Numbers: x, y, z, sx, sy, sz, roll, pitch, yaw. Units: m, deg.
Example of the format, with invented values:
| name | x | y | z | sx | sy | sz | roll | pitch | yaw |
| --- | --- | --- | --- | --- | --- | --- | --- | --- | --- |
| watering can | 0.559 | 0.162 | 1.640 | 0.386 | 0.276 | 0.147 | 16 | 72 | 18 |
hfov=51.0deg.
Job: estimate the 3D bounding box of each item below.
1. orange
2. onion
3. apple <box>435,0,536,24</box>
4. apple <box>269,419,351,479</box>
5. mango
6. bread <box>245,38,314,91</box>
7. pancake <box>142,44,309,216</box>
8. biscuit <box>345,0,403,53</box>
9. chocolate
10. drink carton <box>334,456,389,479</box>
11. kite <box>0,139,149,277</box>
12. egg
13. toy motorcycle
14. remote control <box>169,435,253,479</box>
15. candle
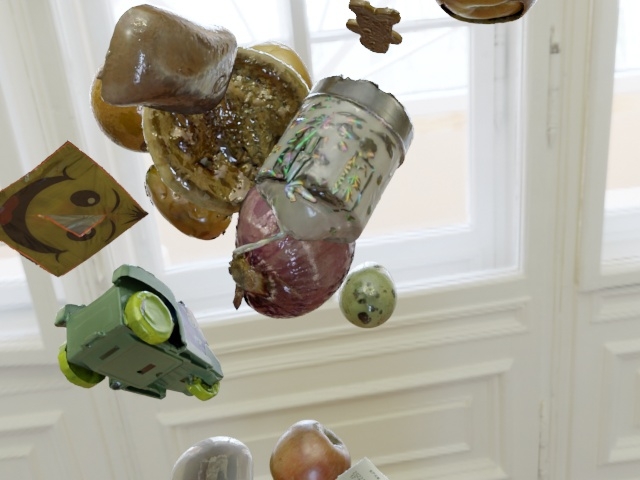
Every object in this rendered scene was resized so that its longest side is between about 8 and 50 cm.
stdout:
| name | x | y | z | sx | sy | sz | roll | pitch | yaw |
| --- | --- | --- | --- | --- | --- | --- | --- | --- | --- |
| orange | -0.427 | -0.348 | 1.655 | 0.274 | 0.274 | 0.274 | -5 | 23 | 2 |
| onion | 0.000 | 0.000 | 1.250 | 0.159 | 0.267 | 0.349 | 19 | 36 | 34 |
| apple | 0.300 | -0.495 | 1.209 | 0.237 | 0.207 | 0.237 | -15 | 7 | 2 |
| apple | -0.027 | 0.536 | 1.617 | 0.174 | 0.188 | 0.188 | -44 | 26 | 3 |
| mango | -0.328 | -0.100 | 1.644 | 0.249 | 0.156 | 0.151 | 40 | 28 | 12 |
| bread | -0.172 | -0.306 | 1.751 | 0.245 | 0.424 | 0.329 | -11 | 42 | -27 |
| pancake | -0.167 | -0.215 | 1.303 | 0.356 | 0.356 | 0.065 | -14 | 11 | -19 |
| biscuit | 0.122 | -0.482 | 1.519 | 0.138 | 0.031 | 0.205 | 19 | -9 | 10 |
| chocolate | -0.209 | -0.261 | 1.024 | 0.083 | 0.161 | 0.261 | 27 | 21 | 22 |
| drink carton | 0.115 | 0.566 | 1.288 | 0.107 | 0.315 | 0.130 | -33 | 40 | -22 |
| kite | -0.537 | -0.058 | 1.466 | 0.328 | 0.377 | 0.013 | 0 | 39 | -30 |
| egg | 0.143 | 0.158 | 2.016 | 0.177 | 0.177 | 0.228 | -1 | 41 | 12 |
| toy motorcycle | -0.311 | 0.179 | 1.252 | 0.191 | 0.326 | 0.200 | -33 | 51 | 15 |
| remote control | -0.275 | 0.624 | 1.669 | 0.221 | 0.103 | 0.332 | -11 | 33 | 3 |
| candle | -0.001 | -0.087 | 0.998 | 0.187 | 0.187 | 0.330 | 12 | 61 | 36 |
